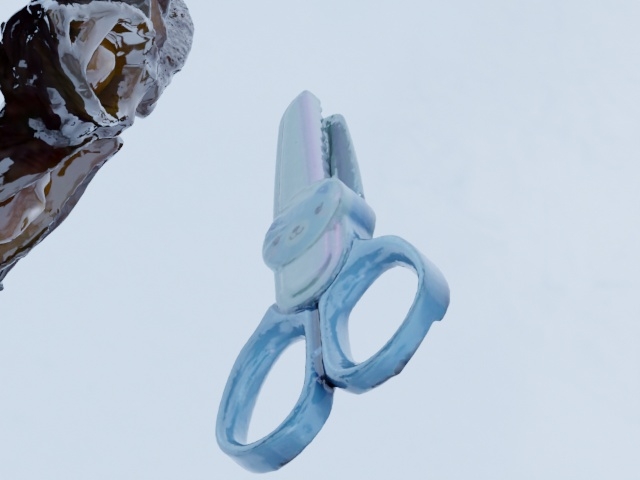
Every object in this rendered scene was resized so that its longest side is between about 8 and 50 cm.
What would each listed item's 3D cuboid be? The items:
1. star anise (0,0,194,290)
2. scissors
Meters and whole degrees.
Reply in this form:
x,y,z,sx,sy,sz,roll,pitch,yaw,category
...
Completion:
x,y,z,sx,sy,sz,roll,pitch,yaw,category
-0.078,-0.070,0.586,0.053,0.212,0.157,25,142,5,star anise
0.000,0.000,0.840,0.125,0.256,0.030,-39,118,22,scissors
